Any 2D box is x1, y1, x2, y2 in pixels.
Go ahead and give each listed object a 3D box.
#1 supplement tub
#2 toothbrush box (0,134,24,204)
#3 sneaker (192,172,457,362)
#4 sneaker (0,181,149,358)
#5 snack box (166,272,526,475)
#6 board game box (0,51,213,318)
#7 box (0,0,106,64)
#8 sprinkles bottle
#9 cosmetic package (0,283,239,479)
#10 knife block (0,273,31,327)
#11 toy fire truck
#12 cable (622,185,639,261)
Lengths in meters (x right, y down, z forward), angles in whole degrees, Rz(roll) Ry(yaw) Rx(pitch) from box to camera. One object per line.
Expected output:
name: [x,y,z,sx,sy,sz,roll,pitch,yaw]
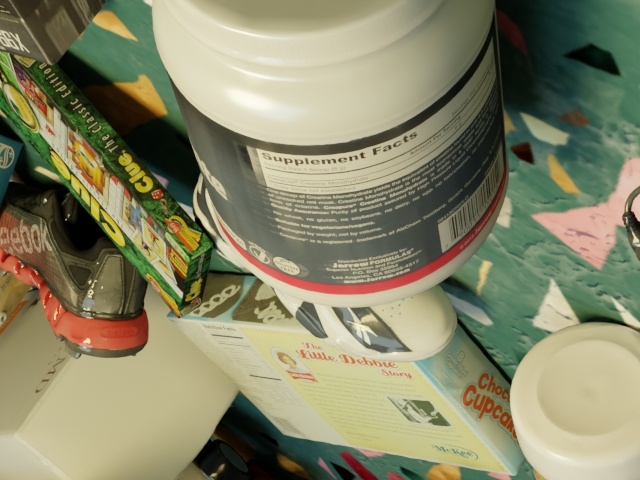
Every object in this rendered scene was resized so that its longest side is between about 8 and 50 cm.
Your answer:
supplement tub: [0.010,-0.101,1.074,0.191,0.191,0.272,25,155,22]
toothbrush box: [-0.451,-0.091,1.650,0.216,0.126,0.295,18,177,33]
sneaker: [0.000,0.000,1.403,0.235,0.094,0.153,39,167,15]
sneaker: [-0.232,-0.006,1.698,0.276,0.097,0.135,40,125,48]
snack box: [0.024,0.113,1.632,0.322,0.060,0.187,3,142,51]
board game box: [-0.184,-0.059,1.524,0.260,0.030,0.136,48,162,13]
box: [-0.333,-0.261,1.365,0.307,0.076,0.242,17,151,36]
sprinkles bottle: [0.233,0.204,1.457,0.121,0.121,0.355,21,154,28]
cosmetic package: [-0.269,0.171,1.921,0.161,0.230,0.453,43,155,-17]
knife block: [-0.422,-0.013,1.944,0.242,0.088,0.276,22,154,26]
toy fire truck: [-0.145,0.266,2.082,0.217,0.158,0.246,42,-170,-13]
cable: [0.282,0.025,1.155,0.150,0.047,0.184,-6,132,50]
